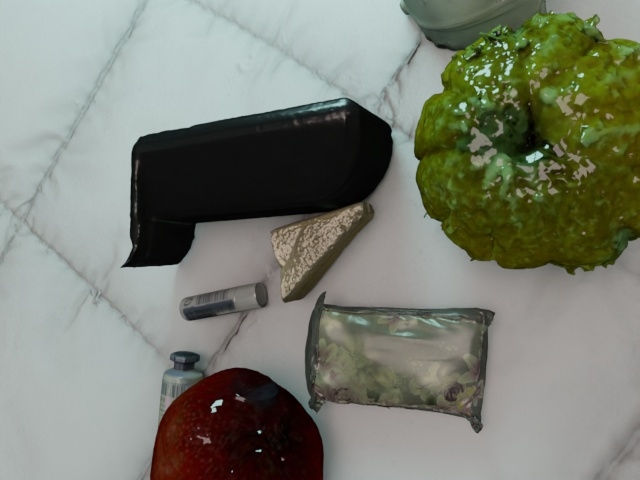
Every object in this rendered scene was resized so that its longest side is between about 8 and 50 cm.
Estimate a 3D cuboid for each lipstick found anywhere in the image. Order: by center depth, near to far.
[{"bbox_3d":[-0.152,0.096,0.890,0.141,0.040,0.040,-13,79,20],"label":"lipstick"}]

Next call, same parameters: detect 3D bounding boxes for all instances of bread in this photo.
[{"bbox_3d":[0.012,0.017,0.811,0.152,0.077,0.105,-17,82,17],"label":"bread"}]

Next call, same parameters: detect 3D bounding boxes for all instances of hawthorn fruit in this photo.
[{"bbox_3d":[-0.137,0.302,0.771,0.265,0.210,0.230,-28,71,22],"label":"hawthorn fruit"}]

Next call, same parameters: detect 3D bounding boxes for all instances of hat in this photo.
[{"bbox_3d":[0.183,-0.390,0.701,0.167,0.301,0.258,-20,74,-4],"label":"hat"}]

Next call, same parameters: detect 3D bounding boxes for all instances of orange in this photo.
[{"bbox_3d":[0.250,-0.100,0.652,0.301,0.223,0.300,34,102,22],"label":"orange"}]

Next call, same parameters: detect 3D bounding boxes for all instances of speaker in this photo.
[{"bbox_3d":[-0.095,-0.068,0.821,0.387,0.180,0.184,-6,88,23],"label":"speaker"}]

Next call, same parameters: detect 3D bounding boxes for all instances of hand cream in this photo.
[{"bbox_3d":[-0.221,0.311,0.888,0.095,0.059,0.277,6,91,22],"label":"hand cream"}]

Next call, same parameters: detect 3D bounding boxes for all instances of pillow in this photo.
[{"bbox_3d":[0.099,0.159,0.769,0.254,0.059,0.169,2,85,21],"label":"pillow"}]
